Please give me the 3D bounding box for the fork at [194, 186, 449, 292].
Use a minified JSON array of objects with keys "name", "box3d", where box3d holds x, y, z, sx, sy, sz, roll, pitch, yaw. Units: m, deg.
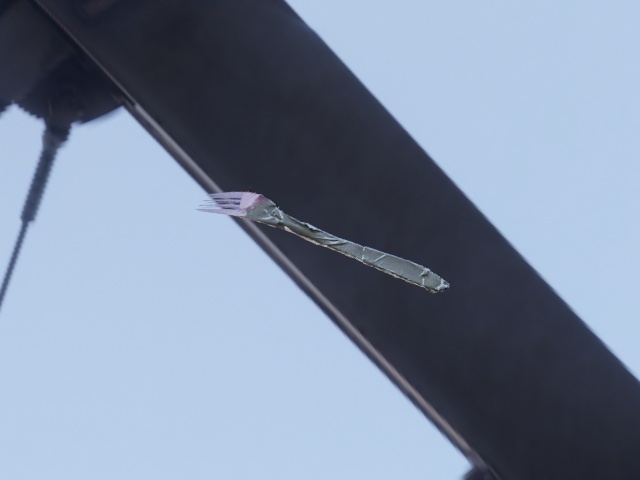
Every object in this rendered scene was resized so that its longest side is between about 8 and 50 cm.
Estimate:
[{"name":"fork","box3d":[0.000,-0.001,0.641,0.016,0.115,0.012,-57,-24,-29]}]
